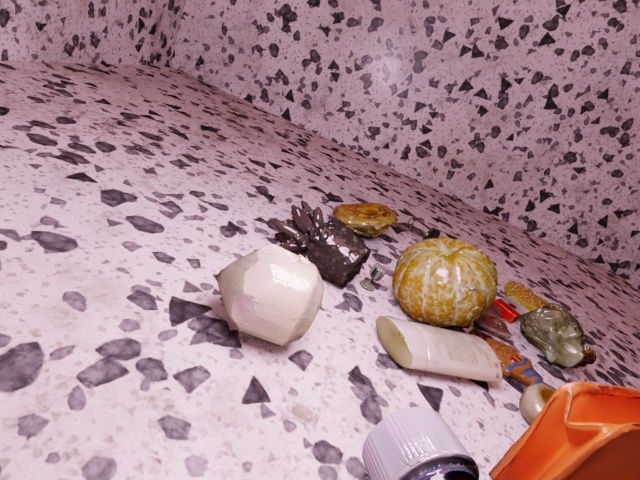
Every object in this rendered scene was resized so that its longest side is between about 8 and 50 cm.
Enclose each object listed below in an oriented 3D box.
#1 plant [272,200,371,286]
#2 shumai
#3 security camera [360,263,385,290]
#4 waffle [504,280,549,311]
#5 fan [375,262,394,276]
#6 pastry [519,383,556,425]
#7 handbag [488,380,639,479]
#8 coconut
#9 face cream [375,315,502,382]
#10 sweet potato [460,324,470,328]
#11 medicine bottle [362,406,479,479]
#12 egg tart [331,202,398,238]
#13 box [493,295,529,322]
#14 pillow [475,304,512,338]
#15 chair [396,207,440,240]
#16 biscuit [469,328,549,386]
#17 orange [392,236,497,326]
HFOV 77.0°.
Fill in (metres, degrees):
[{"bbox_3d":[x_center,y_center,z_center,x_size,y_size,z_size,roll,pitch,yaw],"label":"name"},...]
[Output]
[{"bbox_3d":[0.000,0.000,1.309,0.321,0.181,0.194,38,27,15],"label":"plant"},{"bbox_3d":[0.843,0.360,1.433,0.256,0.189,0.218,30,38,-30],"label":"shumai"},{"bbox_3d":[0.176,0.118,1.333,0.058,0.092,0.058,20,27,-11],"label":"security camera"},{"bbox_3d":[0.935,0.269,1.798,0.230,0.057,0.219,29,24,5],"label":"waffle"},{"bbox_3d":[0.326,0.157,1.487,0.282,0.023,0.057,26,33,2],"label":"fan"},{"bbox_3d":[0.603,0.457,1.061,0.157,0.091,0.156,19,23,-8],"label":"pastry"},{"bbox_3d":[0.580,0.440,0.819,0.411,0.303,0.116,16,24,-23],"label":"handbag"},{"bbox_3d":[-0.118,0.118,0.914,0.234,0.224,0.224,34,22,-12],"label":"coconut"},{"bbox_3d":[0.330,0.303,1.119,0.349,0.081,0.173,15,26,-21],"label":"face cream"},{"bbox_3d":[0.467,0.231,1.406,0.075,0.074,0.269,17,24,-18],"label":"sweet potato"},{"bbox_3d":[0.198,0.426,0.559,0.243,0.242,0.395,13,21,-25],"label":"medicine bottle"},{"bbox_3d":[0.184,-0.080,1.723,0.298,0.132,0.297,8,23,-3],"label":"egg tart"},{"bbox_3d":[0.770,0.279,1.634,0.152,0.048,0.100,2,31,-45],"label":"box"},{"bbox_3d":[0.626,0.281,1.496,0.126,0.043,0.232,26,23,3],"label":"pillow"},{"bbox_3d":[0.470,-0.056,1.982,0.222,0.104,0.095,31,50,24],"label":"chair"},{"bbox_3d":[0.605,0.380,1.292,0.183,0.043,0.280,-1,38,-50],"label":"biscuit"},{"bbox_3d":[0.396,0.123,1.298,0.330,0.248,0.329,-3,32,2],"label":"orange"}]
